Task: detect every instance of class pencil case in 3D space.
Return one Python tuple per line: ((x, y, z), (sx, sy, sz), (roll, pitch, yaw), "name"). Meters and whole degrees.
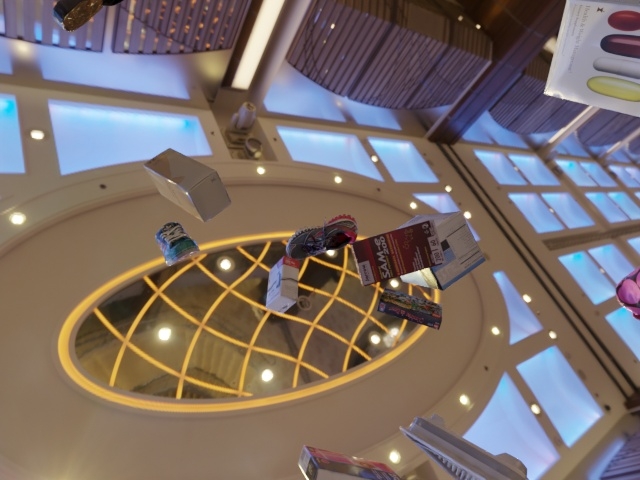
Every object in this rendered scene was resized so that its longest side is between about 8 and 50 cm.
((0.697, 0.076, 0.802), (0.095, 0.210, 0.098), (25, -124, 15), "pencil case")

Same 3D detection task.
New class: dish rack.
((0.345, 0.486, 0.837), (0.072, 0.285, 0.333), (-52, -59, -21), "dish rack")

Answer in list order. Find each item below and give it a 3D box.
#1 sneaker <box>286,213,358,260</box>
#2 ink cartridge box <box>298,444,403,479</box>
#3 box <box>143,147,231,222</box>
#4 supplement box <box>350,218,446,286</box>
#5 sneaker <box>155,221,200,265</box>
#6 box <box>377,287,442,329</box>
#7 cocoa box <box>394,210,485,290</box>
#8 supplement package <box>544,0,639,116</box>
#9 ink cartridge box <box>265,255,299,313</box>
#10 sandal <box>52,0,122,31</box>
((0.000, 0.000, 1.539), (0.121, 0.298, 0.112), (55, -162, -32), "sneaker")
((0.130, 0.692, 1.169), (0.370, 0.175, 0.069), (21, -103, -12), "ink cartridge box")
((-0.461, -0.196, 1.389), (0.311, 0.148, 0.121), (27, -122, 38), "box")
((0.216, 0.036, 1.140), (0.239, 0.073, 0.131), (-17, -93, 0), "supplement box")
((-0.472, 0.004, 1.289), (0.108, 0.302, 0.121), (-28, -77, -26), "sneaker")
((0.341, 0.255, 1.532), (0.232, 0.044, 0.159), (15, -165, 13), "box")
((0.452, 0.039, 1.670), (0.231, 0.347, 0.228), (-32, -82, -12), "cocoa box")
((0.536, -0.347, 0.691), (0.203, 0.194, 0.149), (30, -110, 32), "supplement package")
((-0.111, 0.130, 1.182), (0.056, 0.099, 0.136), (22, -133, -24), "ink cartridge box")
((-0.400, -0.494, 0.785), (0.054, 0.254, 0.097), (44, 177, -15), "sandal")
